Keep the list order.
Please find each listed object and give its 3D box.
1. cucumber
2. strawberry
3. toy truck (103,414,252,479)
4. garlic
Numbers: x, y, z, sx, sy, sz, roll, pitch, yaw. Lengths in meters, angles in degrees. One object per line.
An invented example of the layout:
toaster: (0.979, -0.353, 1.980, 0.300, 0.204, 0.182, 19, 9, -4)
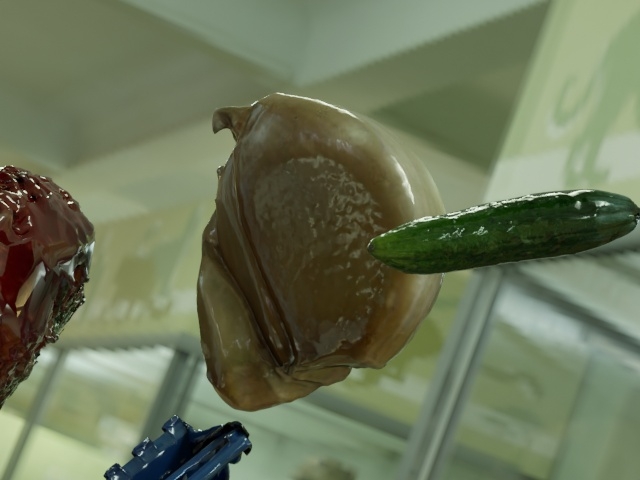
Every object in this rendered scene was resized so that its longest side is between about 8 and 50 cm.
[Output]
cucumber: (0.105, -0.006, 1.042, 0.168, 0.039, 0.039, -9, -8, -10)
strawberry: (-0.326, 0.047, 1.583, 0.220, 0.274, 0.274, 34, -13, -4)
toy truck: (-0.057, 0.192, 1.093, 0.208, 0.113, 0.126, 44, -22, 19)
garlic: (0.000, 0.000, 1.444, 0.217, 0.228, 0.110, -19, -12, 34)
